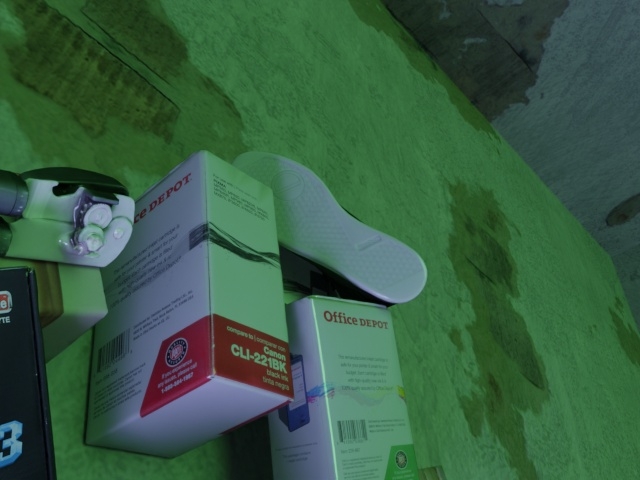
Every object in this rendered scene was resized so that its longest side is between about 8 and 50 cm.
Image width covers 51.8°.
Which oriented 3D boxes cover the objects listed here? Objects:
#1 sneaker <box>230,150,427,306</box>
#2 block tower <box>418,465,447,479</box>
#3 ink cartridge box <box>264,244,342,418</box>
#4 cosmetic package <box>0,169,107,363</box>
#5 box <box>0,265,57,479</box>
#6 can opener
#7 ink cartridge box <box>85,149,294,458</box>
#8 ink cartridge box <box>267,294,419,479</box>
[{"bbox_3d":[0.000,0.000,0.878,0.295,0.105,0.147,35,-16,10],"label":"sneaker"},{"bbox_3d":[0.060,0.360,0.847,0.335,0.097,0.091,14,51,-50],"label":"block tower"},{"bbox_3d":[-0.065,0.085,0.900,0.198,0.114,0.273,34,38,-35],"label":"ink cartridge box"},{"bbox_3d":[-0.348,0.020,0.543,0.296,0.129,0.153,8,55,-53],"label":"cosmetic package"},{"bbox_3d":[-0.296,0.171,0.377,0.295,0.073,0.294,-3,87,-58],"label":"box"},{"bbox_3d":[-0.271,-0.028,0.520,0.093,0.074,0.280,34,15,34],"label":"can opener"},{"bbox_3d":[-0.146,0.069,0.720,0.114,0.197,0.273,28,41,-42],"label":"ink cartridge box"},{"bbox_3d":[0.021,0.180,0.752,0.154,0.093,0.213,14,62,-47],"label":"ink cartridge box"}]
